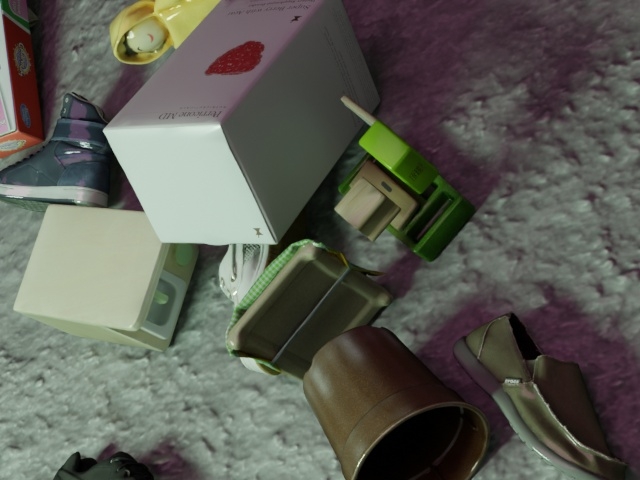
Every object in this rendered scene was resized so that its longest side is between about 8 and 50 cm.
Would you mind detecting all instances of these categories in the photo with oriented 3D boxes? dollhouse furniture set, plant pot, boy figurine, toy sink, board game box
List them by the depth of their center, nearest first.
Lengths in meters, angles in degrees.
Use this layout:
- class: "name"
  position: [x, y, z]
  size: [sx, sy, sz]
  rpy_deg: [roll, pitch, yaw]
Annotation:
- class: "plant pot"
  position: [0.070, 0.189, 1.555]
  size: [0.167, 0.167, 0.165]
  rpy_deg: [-47, 45, 7]
- class: "dollhouse furniture set"
  position: [0.000, 0.000, 1.650]
  size: [0.301, 0.197, 0.151]
  rpy_deg: [-50, 53, 4]
- class: "toy sink"
  position: [-0.253, 0.050, 1.838]
  size: [0.234, 0.131, 0.152]
  rpy_deg: [4, 72, 40]
- class: "boy figurine"
  position: [-0.149, -0.298, 1.881]
  size: [0.285, 0.177, 0.092]
  rpy_deg: [-6, 55, 11]
- class: "board game box"
  position: [-0.549, -0.264, 2.172]
  size: [0.242, 0.064, 0.316]
  rpy_deg: [-18, 72, 25]

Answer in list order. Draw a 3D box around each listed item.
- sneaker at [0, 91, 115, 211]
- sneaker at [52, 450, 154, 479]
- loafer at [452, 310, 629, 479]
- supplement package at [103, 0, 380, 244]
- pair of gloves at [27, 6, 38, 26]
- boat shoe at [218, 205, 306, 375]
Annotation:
- class: "sneaker"
  position: [-0.380, -0.125, 2.019]
  size: [0.226, 0.086, 0.163]
  rpy_deg: [3, 79, 27]
- class: "sneaker"
  position: [-0.231, 0.324, 1.725]
  size: [0.286, 0.109, 0.130]
  rpy_deg: [9, 69, 34]
- class: "loafer"
  position: [0.236, 0.161, 1.490]
  size: [0.087, 0.094, 0.251]
  rpy_deg: [-51, 52, 10]
- class: "supplement package"
  position: [-0.086, -0.151, 1.711]
  size: [0.178, 0.175, 0.293]
  rpy_deg: [1, 40, 33]
- class: "pair of gloves"
  position: [-0.457, -0.425, 2.236]
  size: [0.240, 0.042, 0.204]
  rpy_deg: [-37, 54, 14]
- class: "boat shoe"
  position: [-0.077, 0.043, 1.752]
  size: [0.096, 0.098, 0.277]
  rpy_deg: [-15, 53, 28]
